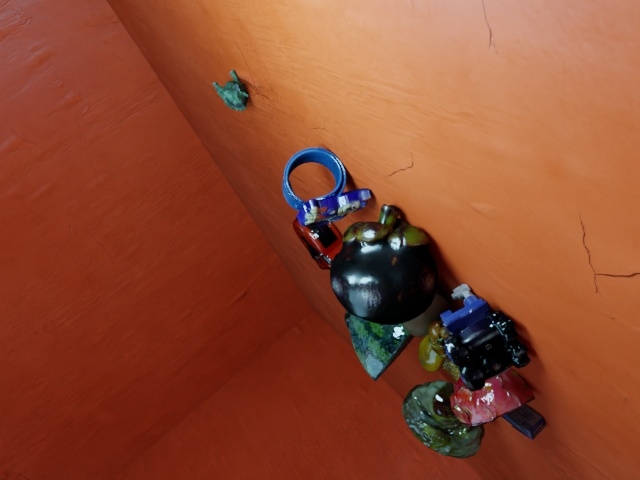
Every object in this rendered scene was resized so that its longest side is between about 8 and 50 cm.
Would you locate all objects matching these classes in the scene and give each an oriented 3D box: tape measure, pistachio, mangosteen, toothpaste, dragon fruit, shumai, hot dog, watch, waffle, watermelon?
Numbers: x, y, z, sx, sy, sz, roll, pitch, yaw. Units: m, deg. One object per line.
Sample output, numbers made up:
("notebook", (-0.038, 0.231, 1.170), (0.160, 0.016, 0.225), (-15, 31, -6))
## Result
("tape measure", (0.000, 0.000, 1.960), (0.260, 0.114, 0.253), (52, 168, -5))
("pistachio", (0.280, 0.181, 1.406), (0.237, 0.153, 0.137), (71, -162, -53))
("mangosteen", (0.163, 0.062, 1.261), (0.233, 0.287, 0.288), (25, -178, -27))
("toothpaste", (0.531, 0.475, 1.517), (0.053, 0.066, 0.272), (57, 167, -31))
("dragon fruit", (0.440, 0.415, 1.412), (0.261, 0.163, 0.189), (121, 152, -64))
("shumai", (0.469, 0.588, 1.864), (0.310, 0.304, 0.263), (15, 129, 8))
("hot dog", (0.348, 0.265, 1.380), (0.072, 0.109, 0.269), (60, -172, 32))
("watch", (-0.002, -0.146, 1.377), (0.171, 0.196, 0.200), (135, 117, -69))
("waffle", (0.457, 0.428, 1.727), (0.191, 0.038, 0.191), (49, 168, 15))
("watermelon", (0.224, 0.347, 1.867), (0.283, 0.250, 0.292), (46, 167, 47))

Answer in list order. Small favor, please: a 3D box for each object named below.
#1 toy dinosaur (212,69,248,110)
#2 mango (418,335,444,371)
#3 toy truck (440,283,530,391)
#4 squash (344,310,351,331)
("toy dinosaur", (-0.294, -0.482, 1.672), (0.120, 0.079, 0.292), (58, 170, -24))
("mango", (0.369, 0.363, 1.691), (0.101, 0.066, 0.187), (51, 144, 46))
("toy truck", (0.367, 0.225, 1.205), (0.213, 0.161, 0.177), (56, -173, -29))
("squash", (0.194, 0.360, 2.269), (0.193, 0.155, 0.193), (24, 151, 14))
